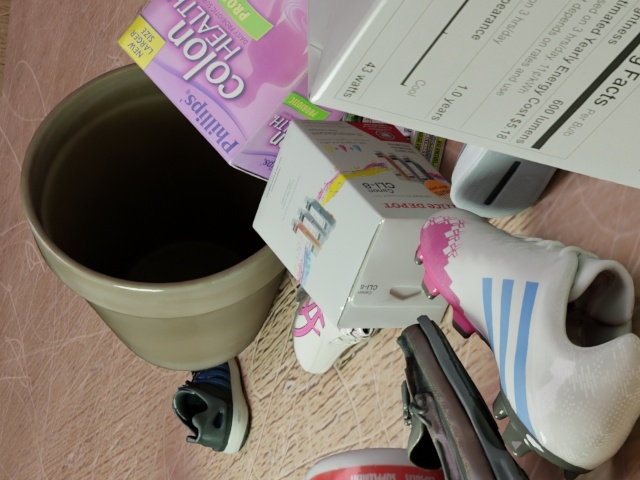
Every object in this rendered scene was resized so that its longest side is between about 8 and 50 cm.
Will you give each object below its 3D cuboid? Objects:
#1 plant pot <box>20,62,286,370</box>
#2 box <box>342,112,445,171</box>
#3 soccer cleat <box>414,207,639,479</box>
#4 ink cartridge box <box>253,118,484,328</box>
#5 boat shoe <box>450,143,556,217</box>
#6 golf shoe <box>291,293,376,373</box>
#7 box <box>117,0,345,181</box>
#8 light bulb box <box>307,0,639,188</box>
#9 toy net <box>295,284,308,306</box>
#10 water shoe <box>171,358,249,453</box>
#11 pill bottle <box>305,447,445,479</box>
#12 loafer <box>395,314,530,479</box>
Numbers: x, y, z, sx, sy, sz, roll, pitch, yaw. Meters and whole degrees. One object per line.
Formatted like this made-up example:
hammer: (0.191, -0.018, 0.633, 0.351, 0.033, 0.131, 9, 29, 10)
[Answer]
plant pot: (-0.159, -0.002, 2.029, 0.280, 0.323, 0.323, 86, -179, -56)
box: (0.071, -0.104, 1.837, 0.207, 0.036, 0.114, -167, 89, -69)
soccer cleat: (0.180, 0.048, 1.404, 0.143, 0.116, 0.331, -52, 31, 18)
ink cartridge box: (0.044, -0.016, 1.673, 0.176, 0.128, 0.127, 50, 128, 42)
boat shoe: (0.182, -0.123, 1.468, 0.302, 0.109, 0.094, 130, 147, -56)
golf shoe: (0.022, 0.077, 1.821, 0.086, 0.067, 0.186, -107, 34, -46)
box: (-0.053, -0.223, 1.871, 0.243, 0.117, 0.213, -49, 61, 13)
light bulb box: (0.221, -0.219, 1.060, 0.358, 0.361, 0.225, 129, 148, -50)
toy net: (0.000, 0.000, 1.887, 0.122, 0.045, 0.232, -116, 31, -47)
water shoe: (-0.142, 0.184, 2.168, 0.203, 0.080, 0.073, -121, 47, -61)
pill bottle: (0.061, 0.327, 1.457, 0.161, 0.161, 0.283, 139, 137, -58)
loafer: (0.102, 0.163, 1.384, 0.084, 0.096, 0.267, -31, 42, 3)
